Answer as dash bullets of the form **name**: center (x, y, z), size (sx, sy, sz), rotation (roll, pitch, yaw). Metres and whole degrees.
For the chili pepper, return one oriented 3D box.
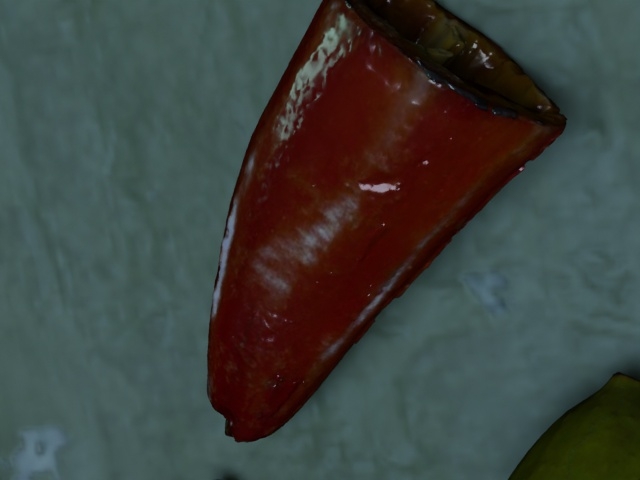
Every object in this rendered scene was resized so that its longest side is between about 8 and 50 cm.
- **chili pepper**: center (0.004, 0.002, 0.548), size (0.088, 0.065, 0.169), rotation (42, 119, 24)

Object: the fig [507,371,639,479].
- **fig**: center (0.092, 0.086, 0.527), size (0.074, 0.074, 0.088), rotation (12, 80, 17)

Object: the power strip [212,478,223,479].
- **power strip**: center (0.027, 0.160, 0.527), size (0.216, 0.145, 0.061), rotation (18, 109, 15)
